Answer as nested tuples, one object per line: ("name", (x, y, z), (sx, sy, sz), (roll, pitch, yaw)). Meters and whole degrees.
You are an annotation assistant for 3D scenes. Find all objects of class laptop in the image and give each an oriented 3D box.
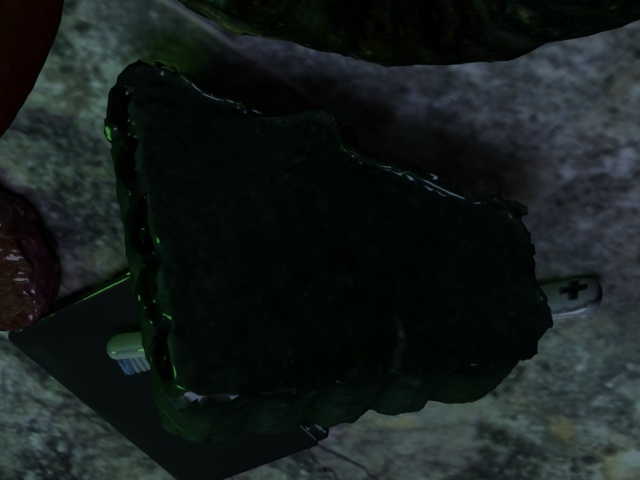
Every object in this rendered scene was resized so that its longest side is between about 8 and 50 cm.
("laptop", (-0.096, 0.091, 1.089), (0.129, 0.016, 0.180), (-24, 123, 35))

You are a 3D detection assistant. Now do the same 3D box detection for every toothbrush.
("toothbrush", (0.014, 0.049, 0.993), (0.304, 0.030, 0.030), (-9, 132, 21))

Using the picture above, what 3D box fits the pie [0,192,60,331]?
("pie", (-0.233, 0.009, 1.028), (0.154, 0.038, 0.153), (7, 136, 7))

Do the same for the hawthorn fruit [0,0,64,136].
("hawthorn fruit", (-0.269, -0.125, 0.752), (0.277, 0.277, 0.298), (37, 159, -21))

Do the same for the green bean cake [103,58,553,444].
("green bean cake", (0.000, 0.000, 0.885), (0.208, 0.193, 0.107), (-7, 156, -9))

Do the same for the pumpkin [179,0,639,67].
("pumpkin", (0.042, -0.167, 0.605), (0.293, 0.263, 0.197), (8, 140, 13))
